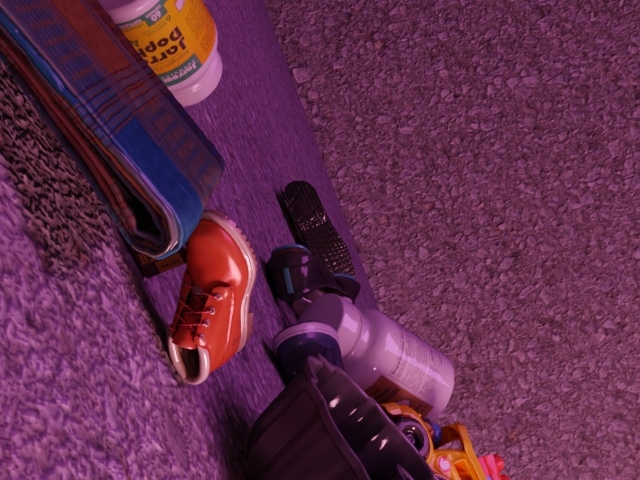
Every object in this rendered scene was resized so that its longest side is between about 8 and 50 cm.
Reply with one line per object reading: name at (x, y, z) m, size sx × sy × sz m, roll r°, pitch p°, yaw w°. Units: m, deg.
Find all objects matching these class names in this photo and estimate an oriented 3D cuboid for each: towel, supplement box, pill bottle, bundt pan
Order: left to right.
towel at (-0.183, -0.127, 1.070) m, size 0.271 × 0.040 × 0.370 m, roll 52°, pitch 7°, yaw -9°
pill bottle at (-0.178, -0.230, 1.380) m, size 0.208 × 0.118 × 0.117 m, roll 59°, pitch 11°, yaw -62°
supplement box at (-0.149, -0.017, 1.164) m, size 0.043 × 0.055 × 0.083 m, roll -99°, pitch 165°, yaw -65°
bundt pan at (0.045, 0.276, 1.278) m, size 0.331 × 0.124 × 0.331 m, roll 50°, pitch 7°, yaw -8°
pill bottle at (0.075, 0.172, 1.880) m, size 0.229 × 0.131 × 0.131 m, roll 35°, pitch 25°, yaw -33°

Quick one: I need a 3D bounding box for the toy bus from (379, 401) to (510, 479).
toy bus at (0.157, 0.319, 1.798) m, size 0.149 × 0.211 × 0.220 m, roll -38°, pitch -109°, yaw 52°

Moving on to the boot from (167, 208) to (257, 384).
boot at (-0.099, 0.052, 1.129) m, size 0.084 × 0.059 × 0.158 m, roll -45°, pitch 143°, yaw -46°

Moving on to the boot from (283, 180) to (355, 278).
boot at (0.000, 0.000, 2.398) m, size 0.161 × 0.083 × 0.246 m, roll 77°, pitch -7°, yaw -90°

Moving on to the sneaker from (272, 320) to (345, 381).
sneaker at (0.013, 0.210, 1.667) m, size 0.226 × 0.086 × 0.163 m, roll 62°, pitch 6°, yaw -55°

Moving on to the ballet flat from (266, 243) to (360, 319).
ballet flat at (-0.010, 0.086, 1.961) m, size 0.280 × 0.095 × 0.096 m, roll 32°, pitch 45°, yaw -63°
